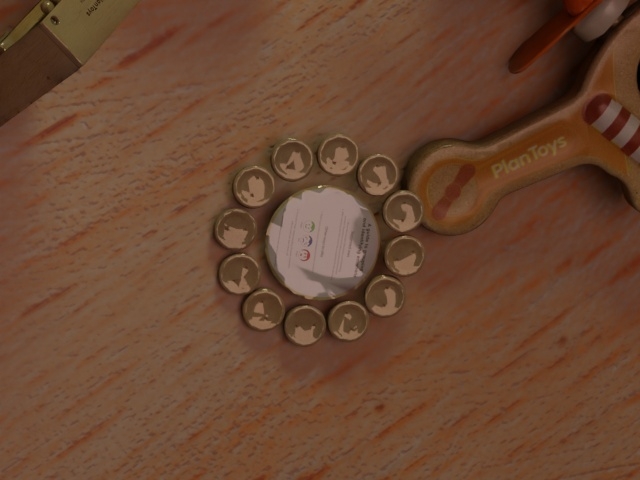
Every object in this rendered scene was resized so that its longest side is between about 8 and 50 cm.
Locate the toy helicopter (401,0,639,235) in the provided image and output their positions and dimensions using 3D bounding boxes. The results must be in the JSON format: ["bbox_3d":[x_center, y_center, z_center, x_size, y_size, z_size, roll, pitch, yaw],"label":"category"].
[{"bbox_3d":[0.229,-0.118,1.636,0.355,0.140,0.235,-25,110,-4],"label":"toy helicopter"}]

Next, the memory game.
[{"bbox_3d":[0.000,0.000,1.602,0.186,0.012,0.186,-2,100,-10],"label":"memory game"}]

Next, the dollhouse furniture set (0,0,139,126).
[{"bbox_3d":[-0.278,-0.212,1.405,0.242,0.161,0.212,47,47,-14],"label":"dollhouse furniture set"}]
